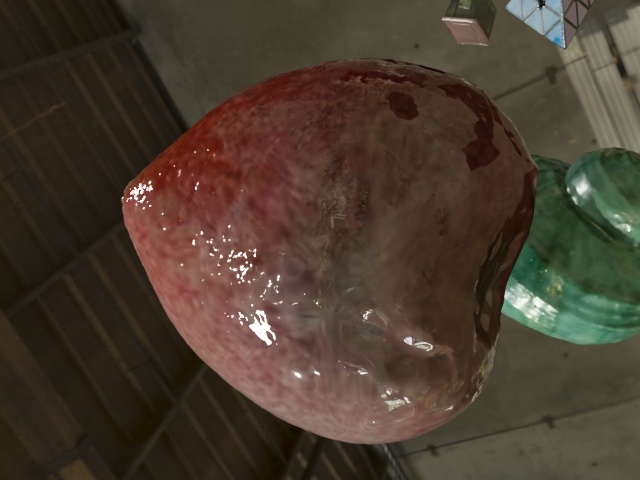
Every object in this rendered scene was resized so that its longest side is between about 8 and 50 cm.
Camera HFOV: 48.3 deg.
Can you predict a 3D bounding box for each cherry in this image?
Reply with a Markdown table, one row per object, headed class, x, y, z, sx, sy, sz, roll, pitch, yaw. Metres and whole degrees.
| class | x | y | z | sx | sy | sz | roll | pitch | yaw |
| --- | --- | --- | --- | --- | --- | --- | --- | --- | --- |
| cherry | 0.010 | 0.001 | 0.459 | 0.206 | 0.239 | 0.239 | -6 | -105 | -53 |

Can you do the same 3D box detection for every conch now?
| class | x | y | z | sx | sy | sz | roll | pitch | yaw |
| --- | --- | --- | --- | --- | --- | --- | --- | --- | --- |
| conch | 0.204 | -0.011 | 0.579 | 0.134 | 0.202 | 0.196 | 34 | -136 | -52 |

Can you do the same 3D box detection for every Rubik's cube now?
| class | x | y | z | sx | sy | sz | roll | pitch | yaw |
| --- | --- | --- | --- | --- | --- | --- | --- | --- | --- |
| Rubik's cube | 0.527 | -0.519 | 1.586 | 0.190 | 0.212 | 0.178 | 44 | -141 | -65 |

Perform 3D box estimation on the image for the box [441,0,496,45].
| class | x | y | z | sx | sy | sz | roll | pitch | yaw |
| --- | --- | --- | --- | --- | --- | --- | --- | --- | --- |
| box | 0.235 | -0.350 | 1.112 | 0.085 | 0.060 | 0.063 | 26 | -100 | -58 |
